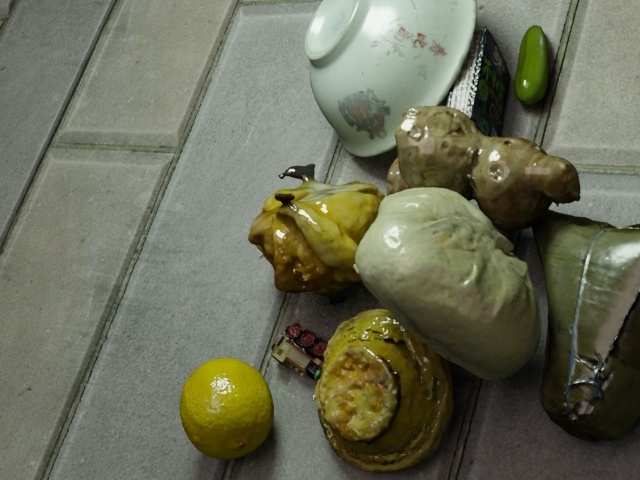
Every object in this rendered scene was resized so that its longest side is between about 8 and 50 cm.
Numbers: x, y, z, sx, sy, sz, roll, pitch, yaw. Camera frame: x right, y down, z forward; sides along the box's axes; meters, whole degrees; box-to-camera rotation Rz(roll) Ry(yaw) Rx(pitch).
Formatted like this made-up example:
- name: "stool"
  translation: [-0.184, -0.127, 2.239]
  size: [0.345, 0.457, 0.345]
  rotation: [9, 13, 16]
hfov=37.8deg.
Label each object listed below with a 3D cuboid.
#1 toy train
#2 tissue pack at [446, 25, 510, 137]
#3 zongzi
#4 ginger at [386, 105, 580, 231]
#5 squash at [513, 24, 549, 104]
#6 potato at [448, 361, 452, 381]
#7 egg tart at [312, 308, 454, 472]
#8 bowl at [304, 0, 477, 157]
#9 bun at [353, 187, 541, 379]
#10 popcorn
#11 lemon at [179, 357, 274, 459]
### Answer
- name: "toy train"
  translation: [-0.029, 0.219, 1.810]
  size: [0.138, 0.050, 0.087]
  rotation: [30, 85, 36]
- name: "tissue pack"
  translation: [0.306, -0.271, 1.824]
  size: [0.073, 0.173, 0.236]
  rotation: [-1, 64, 28]
- name: "zongzi"
  translation: [0.417, 0.124, 1.560]
  size: [0.393, 0.174, 0.356]
  rotation: [21, 84, 55]
- name: "ginger"
  translation: [0.277, -0.117, 1.652]
  size: [0.375, 0.256, 0.176]
  rotation: [13, 56, 29]
- name: "squash"
  translation: [0.425, -0.354, 1.877]
  size: [0.066, 0.066, 0.201]
  rotation: [-5, 54, 27]
- name: "potato"
  translation: [0.158, 0.220, 1.683]
  size: [0.149, 0.081, 0.120]
  rotation: [-18, 54, 20]
- name: "egg tart"
  translation: [0.092, 0.262, 1.622]
  size: [0.294, 0.123, 0.294]
  rotation: [-4, 82, 33]
- name: "bowl"
  translation: [0.095, -0.402, 1.896]
  size: [0.435, 0.196, 0.435]
  rotation: [-39, 37, 38]
- name: "bun"
  translation: [0.215, 0.055, 1.524]
  size: [0.213, 0.361, 0.361]
  rotation: [-48, 51, 10]
- name: "popcorn"
  translation: [0.000, 0.000, 1.804]
  size: [0.297, 0.281, 0.316]
  rotation: [-2, 23, 34]
- name: "lemon"
  translation: [-0.177, 0.312, 1.757]
  size: [0.178, 0.178, 0.203]
  rotation: [-33, 42, 9]
